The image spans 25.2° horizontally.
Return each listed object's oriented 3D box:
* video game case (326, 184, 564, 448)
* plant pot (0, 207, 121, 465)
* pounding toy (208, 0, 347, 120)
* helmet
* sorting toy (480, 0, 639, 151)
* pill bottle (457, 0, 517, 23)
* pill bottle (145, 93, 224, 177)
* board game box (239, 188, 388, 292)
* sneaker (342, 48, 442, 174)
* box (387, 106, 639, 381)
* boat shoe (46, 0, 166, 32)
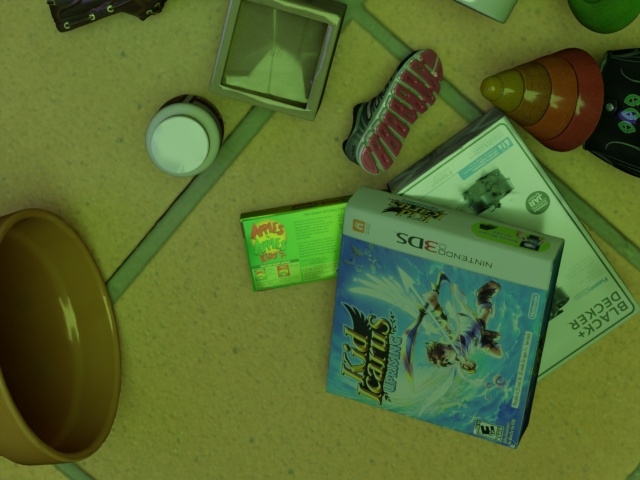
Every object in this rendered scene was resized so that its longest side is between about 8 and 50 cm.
[{"bbox_3d":[0.137,0.092,1.656,0.244,0.061,0.269,16,123,17],"label":"video game case"},{"bbox_3d":[-0.385,0.126,1.642,0.203,0.291,0.291,-13,102,19],"label":"plant pot"},{"bbox_3d":[-0.064,-0.267,1.638,0.181,0.094,0.206,16,110,1],"label":"pounding toy"},{"bbox_3d":[0.395,-0.144,1.651,0.161,0.169,0.169,15,101,13],"label":"helmet"},{"bbox_3d":[0.268,-0.273,1.559,0.126,0.127,0.365,4,116,-32],"label":"sorting toy"},{"bbox_3d":[0.216,-0.388,1.595,0.152,0.152,0.272,26,100,-6],"label":"pill bottle"},{"bbox_3d":[-0.156,-0.119,1.643,0.086,0.152,0.086,0,101,0],"label":"pill bottle"},{"bbox_3d":[0.000,0.000,1.725,0.181,0.043,0.092,-9,101,1],"label":"board game box"},{"bbox_3d":[0.079,-0.156,1.686,0.063,0.075,0.170,38,77,-33],"label":"sneaker"},{"bbox_3d":[0.230,0.007,1.696,0.169,0.087,0.290,-34,101,6],"label":"box"},{"bbox_3d":[-0.213,-0.290,1.652,0.207,0.073,0.073,-10,103,8],"label":"boat shoe"}]
